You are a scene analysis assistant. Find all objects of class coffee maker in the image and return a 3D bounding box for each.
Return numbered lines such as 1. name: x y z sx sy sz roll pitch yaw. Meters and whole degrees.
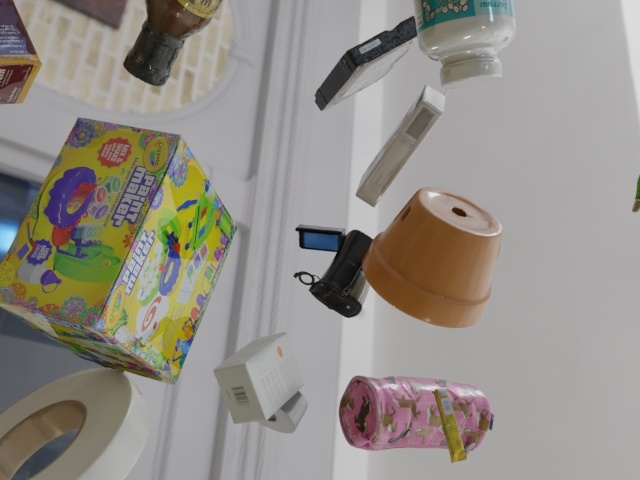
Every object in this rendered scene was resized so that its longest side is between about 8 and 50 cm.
1. coffee maker: 0.059 0.064 1.712 0.120 0.171 0.178 -17 -145 49

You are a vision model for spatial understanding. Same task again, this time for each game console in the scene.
1. game console: 0.000 0.000 1.843 0.107 0.122 0.071 -48 143 -79

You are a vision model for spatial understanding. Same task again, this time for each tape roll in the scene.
1. tape roll: -0.481 0.377 1.259 0.392 0.072 0.392 -22 -155 11
2. tape roll: -0.142 0.399 1.835 0.219 0.219 0.072 -22 -150 54

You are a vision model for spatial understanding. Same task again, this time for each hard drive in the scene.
1. hard drive: 0.126 -0.490 2.042 0.237 0.064 0.339 -32 -179 -20

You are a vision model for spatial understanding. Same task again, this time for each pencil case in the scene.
1. pencil case: 0.225 0.411 1.700 0.167 0.386 0.160 40 -67 55

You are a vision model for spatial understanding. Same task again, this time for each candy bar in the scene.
1. candy bar: 0.275 0.391 1.543 0.018 0.040 0.161 124 -42 -55

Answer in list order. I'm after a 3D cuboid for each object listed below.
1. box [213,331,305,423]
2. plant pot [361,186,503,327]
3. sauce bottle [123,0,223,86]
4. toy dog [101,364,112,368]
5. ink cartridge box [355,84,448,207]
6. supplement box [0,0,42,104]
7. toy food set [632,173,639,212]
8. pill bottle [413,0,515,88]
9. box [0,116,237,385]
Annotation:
1. box: -0.128 0.293 1.549 0.091 0.170 0.130 -16 -82 31
2. plant pot: 0.258 0.020 1.557 0.291 0.291 0.203 -114 -141 -52
3. sauce bottle: -0.181 -0.385 1.043 0.344 0.111 0.111 -57 -149 23
4. toy dog: -0.398 0.073 1.438 0.285 0.395 0.408 -34 -151 3
5. ink cartridge box: 0.208 -0.255 1.817 0.296 0.066 0.261 -55 -175 29
6. supplement box: -0.647 -0.358 1.308 0.129 0.191 0.194 -37 -105 44
7. toy food set: 0.634 -0.126 1.331 0.192 0.039 0.132 140 -26 -76
8. pill bottle: 0.212 -0.367 1.082 0.146 0.146 0.264 -3 -85 60
9. box: -0.285 0.023 1.075 0.279 0.177 0.290 70 36 -62
